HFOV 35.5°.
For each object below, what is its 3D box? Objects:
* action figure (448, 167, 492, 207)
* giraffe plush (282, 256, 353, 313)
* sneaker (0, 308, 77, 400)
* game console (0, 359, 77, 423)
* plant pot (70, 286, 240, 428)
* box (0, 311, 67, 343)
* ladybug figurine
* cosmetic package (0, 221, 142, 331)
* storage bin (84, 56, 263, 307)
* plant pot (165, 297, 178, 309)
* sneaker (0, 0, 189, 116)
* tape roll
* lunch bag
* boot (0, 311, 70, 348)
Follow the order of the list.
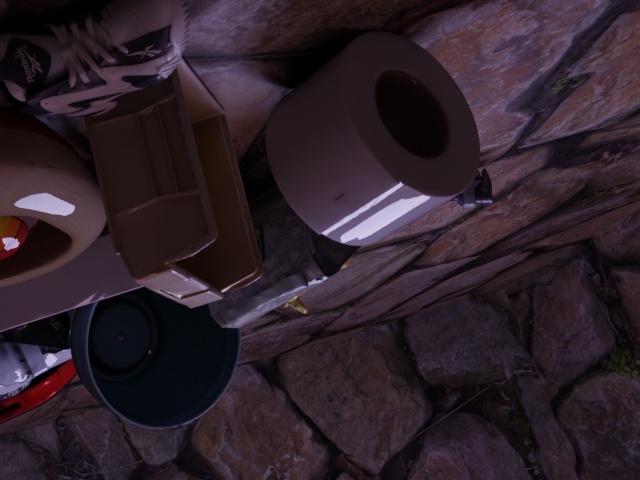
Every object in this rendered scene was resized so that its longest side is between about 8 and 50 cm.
[{"bbox_3d":[0.212,-0.084,2.104,0.285,0.099,0.185,-14,174,-5],"label":"action figure"},{"bbox_3d":[-0.050,0.054,1.991,0.210,0.181,0.170,-9,137,-12],"label":"giraffe plush"},{"bbox_3d":[-0.535,0.186,1.966,0.210,0.137,0.366,-31,179,32],"label":"sneaker"},{"bbox_3d":[-0.680,0.319,2.302,0.386,0.060,0.342,-24,-165,25],"label":"game console"},{"bbox_3d":[-0.315,0.170,1.747,0.293,0.293,0.196,-9,-176,-38],"label":"plant pot"},{"bbox_3d":[-0.555,0.117,1.813,0.156,0.093,0.158,-18,166,-7],"label":"box"},{"bbox_3d":[-0.414,-0.058,1.143,0.305,0.162,0.449,-18,167,-1],"label":"ladybug figurine"},{"bbox_3d":[-0.326,0.018,1.509,0.377,0.097,0.284,-18,-167,-7],"label":"cosmetic package"},{"bbox_3d":[-0.177,-0.067,1.245,0.123,0.260,0.262,-16,167,5],"label":"storage bin"},{"bbox_3d":[-0.246,0.082,1.911,0.237,0.109,0.237,-20,145,-15],"label":"plant pot"},{"bbox_3d":[-0.245,-0.187,1.004,0.235,0.094,0.153,-18,180,45],"label":"sneaker"},{"bbox_3d":[0.071,-0.134,1.349,0.246,0.246,0.169,-7,163,-42],"label":"tape roll"},{"bbox_3d":[-0.059,0.006,1.681,0.235,0.169,0.287,-28,-159,32],"label":"lunch bag"},{"bbox_3d":[-0.532,0.170,1.689,0.207,0.246,0.094,7,-165,-13],"label":"boot"}]
